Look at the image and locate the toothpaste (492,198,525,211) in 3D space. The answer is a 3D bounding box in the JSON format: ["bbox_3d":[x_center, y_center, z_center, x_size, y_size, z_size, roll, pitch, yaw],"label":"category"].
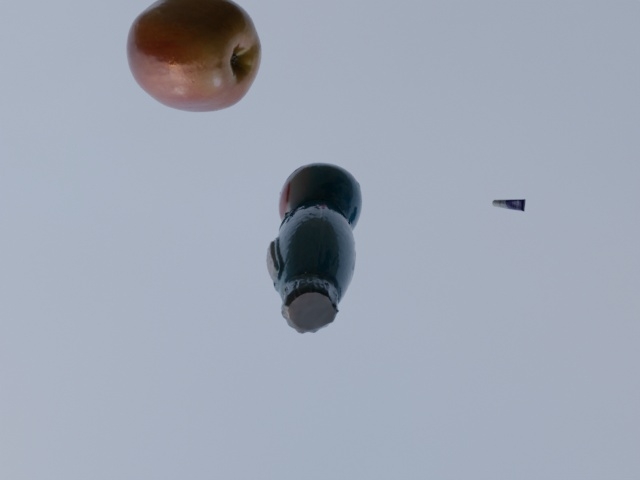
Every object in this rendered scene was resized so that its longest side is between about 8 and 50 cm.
[{"bbox_3d":[0.366,-0.071,1.384,0.015,0.024,0.083,2,-174,-29],"label":"toothpaste"}]

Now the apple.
[{"bbox_3d":[-0.175,-0.271,1.028,0.199,0.199,0.199,-1,-125,2],"label":"apple"}]

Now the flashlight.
[{"bbox_3d":[0.000,0.000,0.375,0.051,0.051,0.129,-2,-151,2],"label":"flashlight"}]
